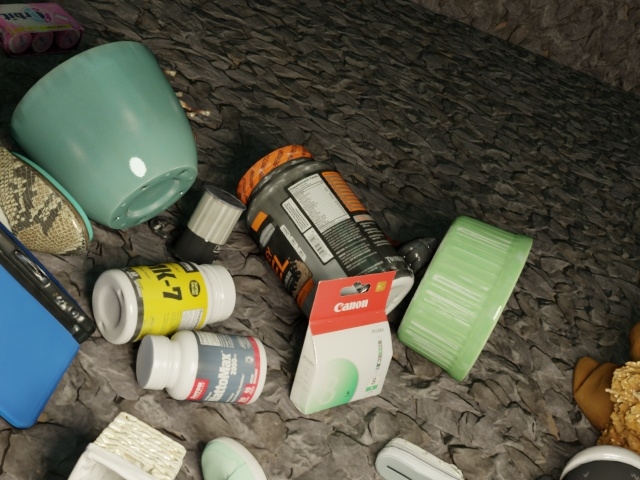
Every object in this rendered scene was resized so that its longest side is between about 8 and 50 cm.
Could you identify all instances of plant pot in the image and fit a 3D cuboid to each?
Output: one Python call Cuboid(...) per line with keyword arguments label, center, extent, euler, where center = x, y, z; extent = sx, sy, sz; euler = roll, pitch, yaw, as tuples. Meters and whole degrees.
Cuboid(label="plant pot", center=(-0.355, -0.164, 1.587), extent=(0.293, 0.293, 0.235), euler=(-22, 72, -51))

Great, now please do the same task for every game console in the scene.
Cuboid(label="game console", center=(-0.472, 0.074, 1.252), extent=(0.250, 0.173, 0.293), euler=(32, -20, 51))

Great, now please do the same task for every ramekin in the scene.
Cuboid(label="ramekin", center=(0.265, 0.099, 1.699), extent=(0.148, 0.303, 0.303), euler=(27, 32, 8))

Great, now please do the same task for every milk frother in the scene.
Cuboid(label="milk frother", center=(-0.226, -0.040, 1.638), extent=(0.143, 0.134, 0.129), euler=(30, 10, -5))

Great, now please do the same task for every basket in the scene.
Cuboid(label="basket", center=(-0.251, 0.313, 1.124), extent=(0.113, 0.167, 0.103), euler=(31, 28, 1))

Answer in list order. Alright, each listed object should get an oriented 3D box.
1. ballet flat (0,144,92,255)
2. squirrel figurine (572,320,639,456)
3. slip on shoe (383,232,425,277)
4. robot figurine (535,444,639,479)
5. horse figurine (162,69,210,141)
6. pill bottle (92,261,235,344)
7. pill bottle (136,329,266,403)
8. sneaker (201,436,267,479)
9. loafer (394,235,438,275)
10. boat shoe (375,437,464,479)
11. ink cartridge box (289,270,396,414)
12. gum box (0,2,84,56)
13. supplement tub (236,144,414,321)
Cuboid(label="ballet flat", center=(-0.565, -0.104, 1.478), extent=(0.182, 0.164, 0.483), euler=(-28, 56, -29))
Cuboid(label="squirrel figurine", center=(0.682, 0.269, 1.715), extent=(0.281, 0.370, 0.397), euler=(35, 33, 8))
Cuboid(label="slip on shoe", center=(0.079, -0.006, 1.865), extent=(0.331, 0.101, 0.123), euler=(22, 32, -15))
Cuboid(label="robot figurine", center=(0.474, 0.466, 1.480), extent=(0.209, 0.173, 0.278), euler=(49, 30, -14))
Cuboid(label="horse figurine", center=(-0.354, -0.318, 1.980), extent=(0.174, 0.066, 0.263), euler=(2, 39, -44))
Cuboid(label="pill bottle", center=(-0.249, 0.096, 1.458), extent=(0.208, 0.119, 0.119), euler=(-6, 47, -43))
Cuboid(label="pill bottle", center=(-0.184, 0.194, 1.386), extent=(0.180, 0.108, 0.108), euler=(9, 38, -28))
Cuboid(label="sneaker", center=(-0.143, 0.369, 1.188), extent=(0.151, 0.094, 0.256), euler=(10, 40, -39))
Cuboid(label="loafer", center=(0.154, 0.051, 1.743), extent=(0.078, 0.223, 0.076), euler=(-30, 84, -32))
Cuboid(label="boat shoe", center=(0.199, 0.388, 1.444), extent=(0.226, 0.083, 0.076), euler=(35, 34, 8))
Cuboid(label="ink cartridge box", center=(0.052, 0.168, 1.497), extent=(0.181, 0.224, 0.056), euler=(-6, 31, -42))
Cuboid(label="gum box", center=(-0.627, -0.460, 1.960), extent=(0.107, 0.062, 0.188), euler=(43, 35, 19))
Cuboid(label="supplement tub", center=(0.000, 0.000, 1.663), extent=(0.207, 0.207, 0.338), euler=(-13, 60, -47))
